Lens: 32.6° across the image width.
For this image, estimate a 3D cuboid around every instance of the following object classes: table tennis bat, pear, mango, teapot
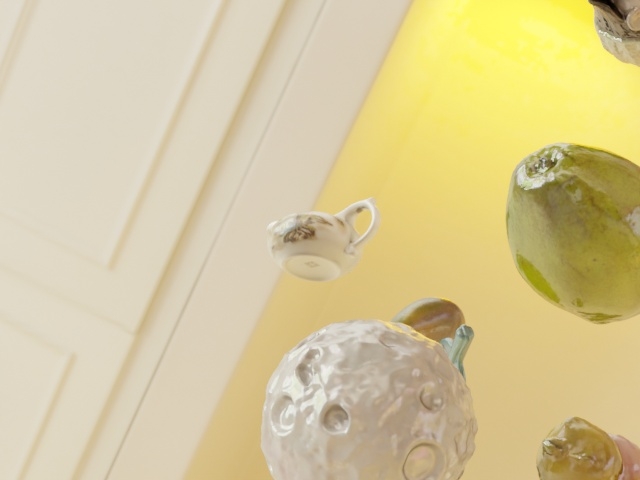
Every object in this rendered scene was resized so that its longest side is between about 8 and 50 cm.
[{"bbox_3d":[0.279,0.256,2.278,0.038,0.237,0.149,-5,-128,-12],"label":"table tennis bat"},{"bbox_3d":[0.342,-0.009,1.385,0.269,0.212,0.212,55,180,-29],"label":"pear"},{"bbox_3d":[0.242,0.192,2.515,0.267,0.133,0.111,-5,-122,-48],"label":"mango"},{"bbox_3d":[0.000,0.000,2.335,0.298,0.139,0.204,-10,146,30],"label":"teapot"}]

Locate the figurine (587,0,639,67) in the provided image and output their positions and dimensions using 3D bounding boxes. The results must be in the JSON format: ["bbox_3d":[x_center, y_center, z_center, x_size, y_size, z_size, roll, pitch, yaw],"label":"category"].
[{"bbox_3d":[0.428,-0.385,1.585,0.332,0.204,0.185,24,-126,-18],"label":"figurine"}]

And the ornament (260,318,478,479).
[{"bbox_3d":[0.067,0.275,1.686,0.337,0.337,0.337,24,-165,-7],"label":"ornament"}]

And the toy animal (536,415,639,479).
[{"bbox_3d":[0.470,0.401,1.866,0.281,0.169,0.195,25,158,-36],"label":"toy animal"}]
